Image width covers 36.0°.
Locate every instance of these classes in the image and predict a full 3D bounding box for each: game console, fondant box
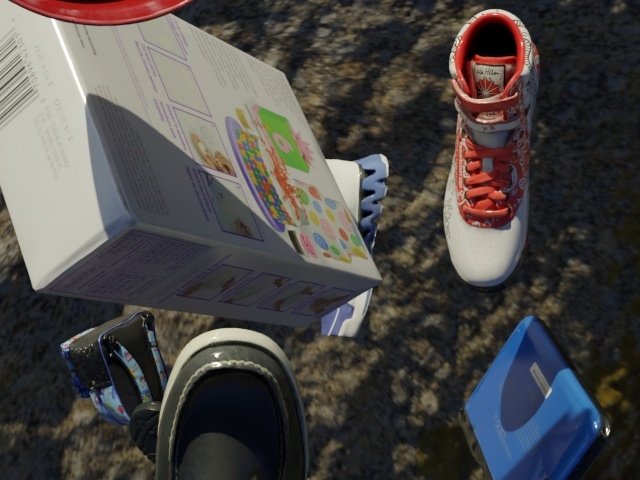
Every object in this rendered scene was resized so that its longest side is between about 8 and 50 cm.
[{"bbox_3d":[0.276,0.270,1.144,0.173,0.293,0.250,27,105,-12],"label":"game console"},{"bbox_3d":[-0.107,-0.064,0.778,0.096,0.330,0.238,-35,66,23],"label":"fondant box"}]

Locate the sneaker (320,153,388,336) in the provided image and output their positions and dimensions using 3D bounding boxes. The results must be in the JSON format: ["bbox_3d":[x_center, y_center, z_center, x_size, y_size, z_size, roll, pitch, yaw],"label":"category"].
[{"bbox_3d":[0.000,-0.001,1.655,0.182,0.127,0.316,9,85,-7],"label":"sneaker"}]

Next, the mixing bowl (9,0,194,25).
[{"bbox_3d":[-0.124,-0.205,0.531,0.181,0.098,0.182,-2,99,-15],"label":"mixing bowl"}]

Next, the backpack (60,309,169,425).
[{"bbox_3d":[-0.320,0.219,1.588,0.116,0.158,0.173,-17,98,24],"label":"backpack"}]

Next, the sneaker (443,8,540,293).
[{"bbox_3d":[0.162,-0.090,0.973,0.090,0.145,0.270,7,81,20],"label":"sneaker"}]

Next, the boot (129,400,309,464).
[{"bbox_3d":[-0.068,0.128,0.697,0.121,0.099,0.045,31,119,-6],"label":"boot"}]

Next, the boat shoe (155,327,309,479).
[{"bbox_3d":[-0.045,0.157,0.513,0.084,0.079,0.233,2,112,-11],"label":"boat shoe"}]
